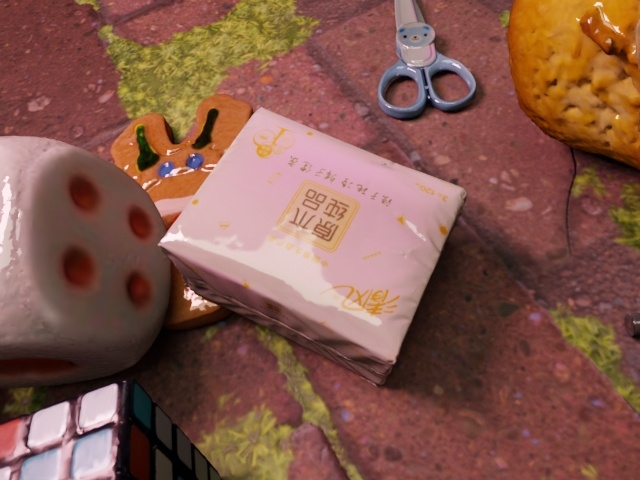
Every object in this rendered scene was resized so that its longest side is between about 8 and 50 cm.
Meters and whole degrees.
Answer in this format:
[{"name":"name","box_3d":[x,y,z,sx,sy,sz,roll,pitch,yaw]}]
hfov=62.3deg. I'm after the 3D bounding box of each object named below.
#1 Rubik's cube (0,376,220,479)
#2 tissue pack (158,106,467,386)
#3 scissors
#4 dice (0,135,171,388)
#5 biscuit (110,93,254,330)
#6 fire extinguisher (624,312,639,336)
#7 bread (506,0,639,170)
[{"name":"Rubik's cube","box_3d":[-0.174,0.239,0.360,0.182,0.184,0.187,-20,42,-1]},{"name":"tissue pack","box_3d":[0.000,0.000,0.513,0.225,0.124,0.185,24,66,11]},{"name":"scissors","box_3d":[0.132,-0.271,0.731,0.125,0.030,0.256,-6,60,5]},{"name":"dice","box_3d":[-0.270,0.030,0.500,0.194,0.193,0.191,-16,67,21]},{"name":"biscuit","box_3d":[-0.161,-0.052,0.642,0.202,0.047,0.333,-13,57,2]},{"name":"fire extinguisher","box_3d":[0.325,0.077,0.482,0.083,0.022,0.028,-5,96,8]},{"name":"bread","box_3d":[0.336,-0.235,0.517,0.358,0.337,0.204,-47,38,-20]}]
